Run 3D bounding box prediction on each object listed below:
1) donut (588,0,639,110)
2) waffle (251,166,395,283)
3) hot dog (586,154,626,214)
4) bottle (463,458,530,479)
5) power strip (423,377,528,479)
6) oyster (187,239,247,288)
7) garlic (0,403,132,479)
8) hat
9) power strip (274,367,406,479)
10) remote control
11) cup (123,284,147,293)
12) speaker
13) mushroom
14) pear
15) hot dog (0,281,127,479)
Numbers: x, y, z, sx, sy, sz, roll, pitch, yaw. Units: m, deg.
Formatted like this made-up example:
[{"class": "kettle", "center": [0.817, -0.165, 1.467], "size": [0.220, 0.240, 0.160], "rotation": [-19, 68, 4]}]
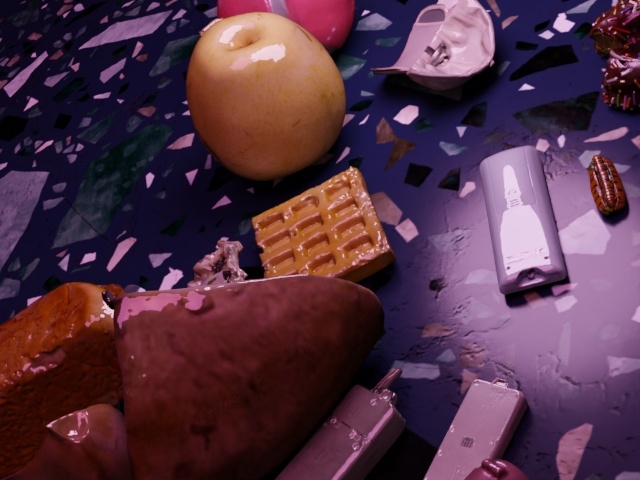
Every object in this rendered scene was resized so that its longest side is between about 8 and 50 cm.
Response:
[{"class": "donut", "center": [0.554, -0.325, 1.622], "size": [0.216, 0.096, 0.230], "rotation": [-5, 48, 29]}, {"class": "waffle", "center": [0.000, 0.000, 1.689], "size": [0.221, 0.055, 0.248], "rotation": [-26, 41, 8]}, {"class": "hot dog", "center": [0.441, -0.089, 1.512], "size": [0.049, 0.037, 0.122], "rotation": [-17, 45, 13]}, {"class": "bottle", "center": [0.161, 0.375, 1.180], "size": [0.253, 0.120, 0.120], "rotation": [-42, 42, -12]}, {"class": "power strip", "center": [0.208, 0.271, 1.312], "size": [0.081, 0.035, 0.192], "rotation": [11, 58, 38]}, {"class": "oyster", "center": [-0.180, 0.157, 1.631], "size": [0.201, 0.107, 0.354], "rotation": [-12, 54, 51]}, {"class": "garlic", "center": [-0.402, 0.351, 1.507], "size": [0.338, 0.196, 0.151], "rotation": [-33, 36, 40]}, {"class": "hat", "center": [0.220, -0.347, 1.873], "size": [0.219, 0.164, 0.226], "rotation": [-51, 5, -20]}, {"class": "power strip", "center": [0.031, 0.297, 1.384], "size": [0.288, 0.053, 0.093], "rotation": [-47, 42, -16]}, {"class": "remote control", "center": [0.312, -0.043, 1.539], "size": [0.103, 0.051, 0.293], "rotation": [-17, 44, 17]}, {"class": "cup", "center": [-0.333, 0.135, 1.762], "size": [0.100, 0.078, 0.077], "rotation": [26, 57, 8]}, {"class": "speaker", "center": [-0.063, -0.487, 2.035], "size": [0.294, 0.294, 0.294], "rotation": [-17, 43, 17]}, {"class": "mushroom", "center": [-0.087, 0.209, 1.398], "size": [0.397, 0.224, 0.314], "rotation": [-8, 73, -5]}, {"class": "pear", "center": [-0.105, -0.275, 1.845], "size": [0.309, 0.309, 0.309], "rotation": [-17, 43, 17]}, {"class": "hot dog", "center": [-0.456, 0.212, 1.646], "size": [0.405, 0.185, 0.223], "rotation": [-35, 34, 9]}]
